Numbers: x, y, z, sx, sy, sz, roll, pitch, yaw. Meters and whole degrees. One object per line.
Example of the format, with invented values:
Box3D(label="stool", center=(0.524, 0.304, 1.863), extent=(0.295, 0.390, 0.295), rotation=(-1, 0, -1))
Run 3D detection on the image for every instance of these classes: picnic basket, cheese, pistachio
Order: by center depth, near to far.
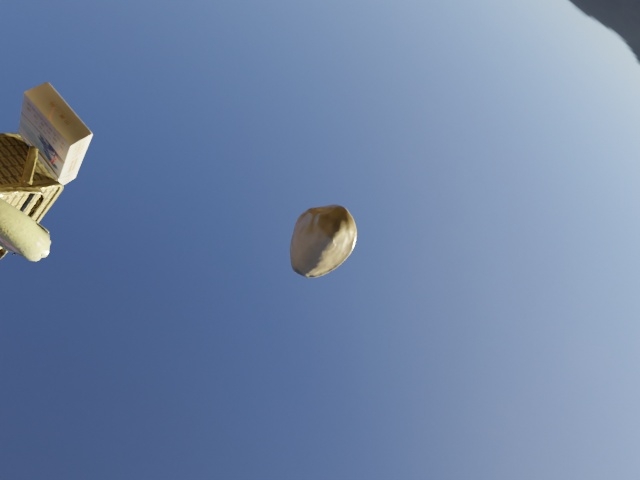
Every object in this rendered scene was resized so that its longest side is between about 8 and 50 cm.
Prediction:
Box3D(label="cheese", center=(-0.446, -0.054, 0.688), extent=(0.235, 0.127, 0.049), rotation=(55, -137, -42))
Box3D(label="picnic basket", center=(-0.688, -0.071, 1.111), extent=(0.175, 0.228, 0.313), rotation=(48, -158, 4))
Box3D(label="pistachio", center=(0.000, 0.000, 1.403), extent=(0.152, 0.223, 0.126), rotation=(40, -144, 1))

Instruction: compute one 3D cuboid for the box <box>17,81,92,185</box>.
Box3D(label="box", center=(-0.612, -0.232, 1.311), extent=(0.067, 0.233, 0.149), rotation=(-40, -86, -37))
